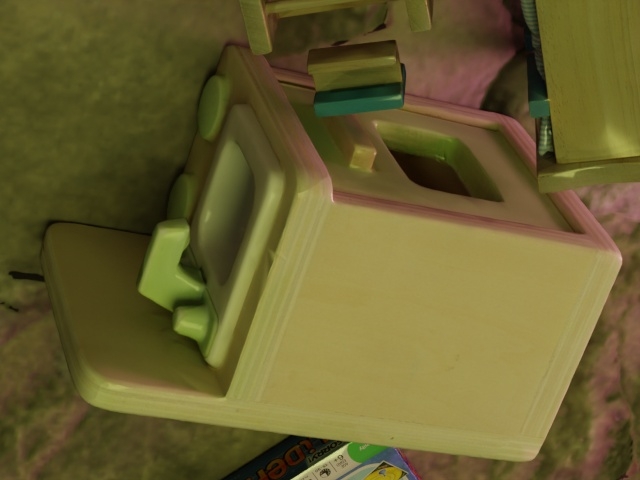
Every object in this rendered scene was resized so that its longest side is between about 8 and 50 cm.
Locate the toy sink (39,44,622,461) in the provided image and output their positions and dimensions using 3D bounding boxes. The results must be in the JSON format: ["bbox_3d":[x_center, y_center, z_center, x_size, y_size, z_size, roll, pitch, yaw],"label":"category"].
[{"bbox_3d":[0.000,0.000,0.933,0.234,0.153,0.131,10,116,-21],"label":"toy sink"}]

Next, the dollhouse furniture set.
[{"bbox_3d":[0.069,-0.107,0.923,0.183,0.129,0.129,-6,124,10],"label":"dollhouse furniture set"}]

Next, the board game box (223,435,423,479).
[{"bbox_3d":[-0.025,0.192,1.106,0.201,0.035,0.136,-33,124,3],"label":"board game box"}]
